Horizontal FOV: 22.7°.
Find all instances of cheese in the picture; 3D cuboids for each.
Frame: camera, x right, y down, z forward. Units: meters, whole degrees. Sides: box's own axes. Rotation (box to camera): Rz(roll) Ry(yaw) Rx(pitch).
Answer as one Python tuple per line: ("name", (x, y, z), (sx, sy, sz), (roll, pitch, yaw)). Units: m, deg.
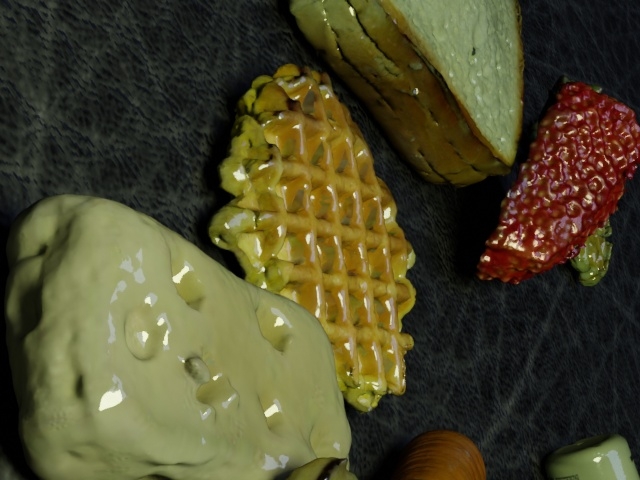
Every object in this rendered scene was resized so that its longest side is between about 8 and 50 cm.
("cheese", (-0.071, 0.083, 0.897), (0.263, 0.093, 0.159), (37, 43, -50))

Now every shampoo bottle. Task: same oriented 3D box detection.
("shampoo bottle", (0.263, 0.260, 1.437), (0.079, 0.079, 0.162), (-16, 87, -64))

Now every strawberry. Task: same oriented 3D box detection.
("strawberry", (0.227, -0.045, 1.462), (0.286, 0.106, 0.188), (-60, 168, -47))

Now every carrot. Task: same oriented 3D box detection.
("carrot", (0.070, 0.183, 1.078), (0.336, 0.069, 0.069), (-28, 98, -78))

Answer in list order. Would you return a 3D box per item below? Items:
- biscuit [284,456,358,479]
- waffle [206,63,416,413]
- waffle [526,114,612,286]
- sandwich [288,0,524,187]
("biscuit", (-0.012, 0.266, 0.877), (0.187, 0.036, 0.273), (-43, 130, -44))
("waffle", (0.000, 0.000, 1.146), (0.237, 0.059, 0.243), (58, 31, -32))
("waffle", (0.269, -0.047, 1.709), (0.183, 0.036, 0.169), (65, 24, -17))
("sandwich", (0.078, -0.210, 1.380), (0.301, 0.099, 0.271), (48, 39, -43))
